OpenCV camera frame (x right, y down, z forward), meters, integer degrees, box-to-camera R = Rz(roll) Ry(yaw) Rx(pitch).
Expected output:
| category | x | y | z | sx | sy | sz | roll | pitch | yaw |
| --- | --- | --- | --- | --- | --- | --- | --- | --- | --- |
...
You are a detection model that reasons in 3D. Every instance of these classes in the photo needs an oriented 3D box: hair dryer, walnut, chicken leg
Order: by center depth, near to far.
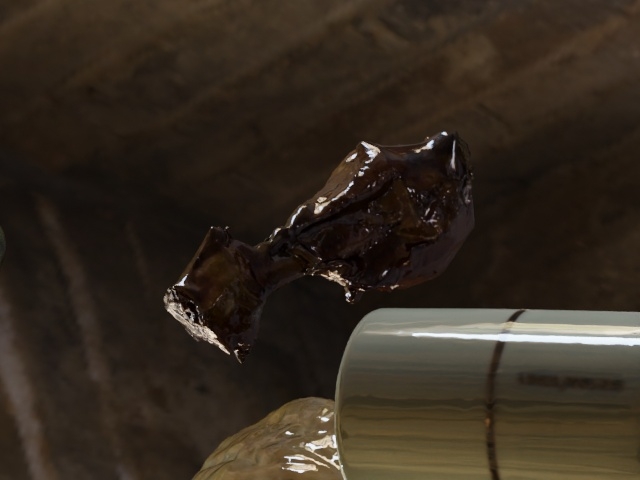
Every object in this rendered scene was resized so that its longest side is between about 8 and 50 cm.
| category | x | y | z | sx | sy | sz | roll | pitch | yaw |
| --- | --- | --- | --- | --- | --- | --- | --- | --- | --- |
| hair dryer | 0.103 | 0.214 | 1.036 | 0.203 | 0.128 | 0.362 | 0 | 70 | 26 |
| chicken leg | 0.000 | 0.000 | 1.248 | 0.093 | 0.304 | 0.113 | -2 | 103 | 40 |
| walnut | 0.011 | 0.277 | 1.634 | 0.313 | 0.277 | 0.252 | -15 | 54 | 57 |

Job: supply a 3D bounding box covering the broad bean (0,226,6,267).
| category | x | y | z | sx | sy | sz | roll | pitch | yaw |
| --- | --- | --- | --- | --- | --- | --- | --- | --- | --- |
| broad bean | -0.260 | -0.066 | 1.162 | 0.056 | 0.098 | 0.318 | -44 | 53 | 15 |
